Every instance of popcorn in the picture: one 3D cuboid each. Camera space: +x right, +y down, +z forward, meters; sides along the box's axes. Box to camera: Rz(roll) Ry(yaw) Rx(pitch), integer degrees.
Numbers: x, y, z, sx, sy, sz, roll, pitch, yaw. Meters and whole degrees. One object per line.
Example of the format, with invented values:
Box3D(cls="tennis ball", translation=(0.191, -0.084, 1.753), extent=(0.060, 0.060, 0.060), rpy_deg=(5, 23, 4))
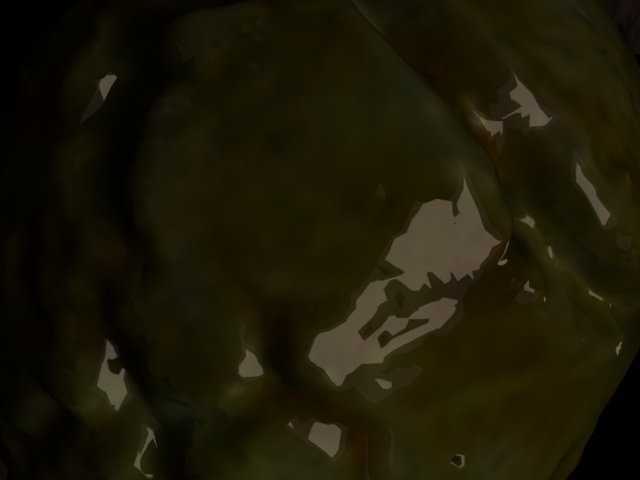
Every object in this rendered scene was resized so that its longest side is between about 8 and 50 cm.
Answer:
Box3D(cls="popcorn", translation=(0.000, 0.000, 0.461), extent=(0.204, 0.183, 0.221), rpy_deg=(43, 73, -37))

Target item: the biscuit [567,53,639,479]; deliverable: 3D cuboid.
Box3D(cls="biscuit", translation=(0.089, 0.027, 0.551), extent=(0.053, 0.194, 0.194), rpy_deg=(25, 84, -31))
